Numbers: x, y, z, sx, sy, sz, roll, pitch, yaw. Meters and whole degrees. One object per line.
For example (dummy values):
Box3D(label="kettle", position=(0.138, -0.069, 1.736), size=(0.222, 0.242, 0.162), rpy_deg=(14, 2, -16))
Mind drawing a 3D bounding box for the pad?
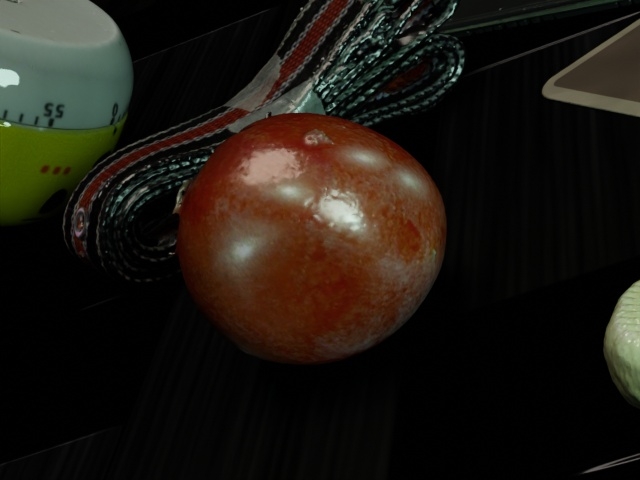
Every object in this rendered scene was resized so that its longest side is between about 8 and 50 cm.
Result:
Box3D(label="pad", position=(0.287, -0.134, 1.225), size=(0.176, 0.002, 0.266), rpy_deg=(-33, 24, -18))

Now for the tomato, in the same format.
Box3D(label="tomato", position=(0.000, 0.000, 1.061), size=(0.167, 0.167, 0.167), rpy_deg=(-22, 23, 10))

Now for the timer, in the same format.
Box3D(label="timer", position=(-0.315, -0.095, 1.523), size=(0.285, 0.285, 0.285), rpy_deg=(-22, 23, 10))

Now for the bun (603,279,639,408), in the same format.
Box3D(label="bun", position=(0.197, 0.051, 0.837), size=(0.115, 0.069, 0.115), rpy_deg=(-20, 22, 9))

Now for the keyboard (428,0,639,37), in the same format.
Box3D(label="keyboard", position=(0.196, -0.209, 1.453), size=(0.230, 0.025, 0.094), rpy_deg=(-6, 31, 39))

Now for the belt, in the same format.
Box3D(label="belt", position=(-0.040, -0.088, 1.337), size=(0.359, 0.126, 0.094), rpy_deg=(-39, 35, -14))
